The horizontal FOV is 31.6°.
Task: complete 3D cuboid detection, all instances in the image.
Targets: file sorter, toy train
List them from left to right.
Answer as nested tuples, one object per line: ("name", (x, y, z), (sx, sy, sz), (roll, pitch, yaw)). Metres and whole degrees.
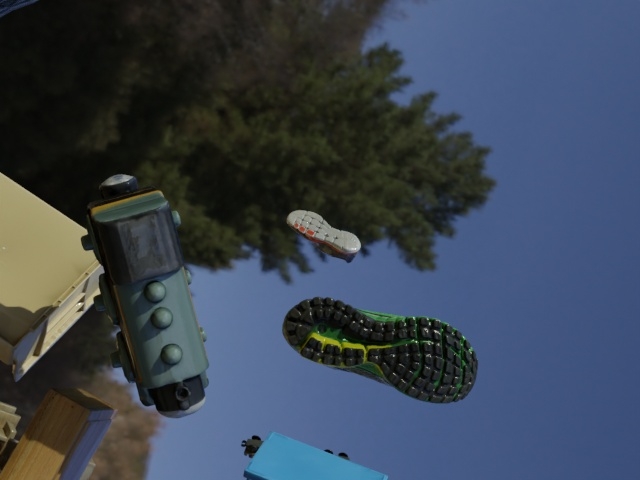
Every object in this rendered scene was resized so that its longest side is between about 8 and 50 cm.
("toy train", (-0.231, 0.078, 1.524), (0.190, 0.142, 0.334), (-147, -136, -71))
("toy train", (-0.035, 0.306, 1.600), (0.027, 0.158, 0.036), (-70, 166, -47))
("file sorter", (-0.016, 0.347, 1.486), (0.118, 0.170, 0.104), (-48, 155, -68))

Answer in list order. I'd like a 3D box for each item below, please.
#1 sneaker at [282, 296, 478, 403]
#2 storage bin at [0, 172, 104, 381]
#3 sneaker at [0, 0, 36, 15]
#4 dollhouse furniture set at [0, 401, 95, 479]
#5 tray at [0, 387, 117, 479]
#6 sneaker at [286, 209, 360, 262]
("sneaker", (0.101, 0.172, 1.875), (0.146, 0.343, 0.134), (162, -52, -80))
("storage bin", (-0.499, 0.047, 1.752), (0.260, 0.262, 0.123), (-52, 174, -45))
("sneaker", (-0.309, -0.304, 1.177), (0.130, 0.087, 0.227), (-31, -166, 43))
("dollhouse furniture set", (-0.515, 0.376, 1.819), (0.161, 0.242, 0.212), (-62, -151, 2))
("tray", (-0.436, 0.409, 1.612), (0.411, 0.076, 0.203), (-60, 175, -6))
("sneaker", (0.000, 0.000, 2.189), (0.061, 0.158, 0.065), (-48, 161, -39))
